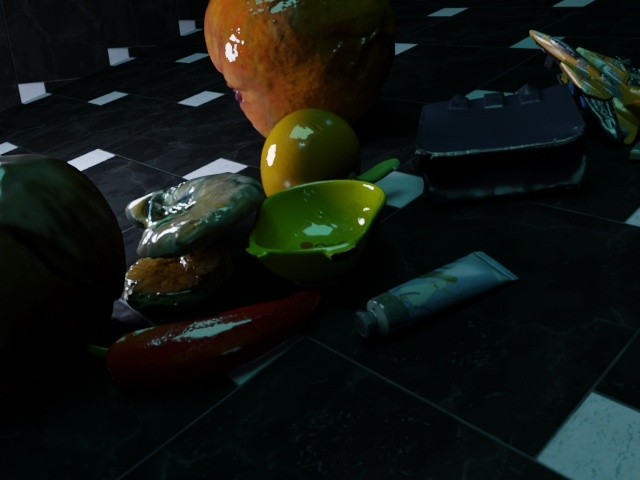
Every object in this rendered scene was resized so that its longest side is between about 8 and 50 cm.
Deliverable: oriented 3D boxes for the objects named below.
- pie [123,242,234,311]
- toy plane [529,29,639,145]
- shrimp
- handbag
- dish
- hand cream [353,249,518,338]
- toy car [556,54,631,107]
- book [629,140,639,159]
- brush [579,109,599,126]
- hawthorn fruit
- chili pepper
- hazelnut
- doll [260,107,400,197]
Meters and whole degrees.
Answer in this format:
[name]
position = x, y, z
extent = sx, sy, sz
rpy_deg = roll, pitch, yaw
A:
[pie]
position = -0.248, 0.064, 1.064
extent = 0.195, 0.046, 0.195
rpy_deg = -10, 31, 6
[toy plane]
position = 0.558, -0.338, 1.280
extent = 0.204, 0.103, 0.316
rpy_deg = -41, 61, -13
[shrimp]
position = -0.249, -0.037, 1.099
extent = 0.221, 0.110, 0.445
rpy_deg = -40, 20, -25
[handbag]
position = 0.349, -0.201, 1.211
extent = 0.303, 0.122, 0.329
rpy_deg = -5, 31, 15
[dish]
position = 0.000, 0.000, 1.014
extent = 0.221, 0.108, 0.262
rpy_deg = -3, 29, 16
[hand cream]
position = 0.163, 0.076, 0.888
extent = 0.256, 0.055, 0.088
rpy_deg = -19, 34, -24
[toy car]
position = 0.627, -0.360, 1.411
extent = 0.097, 0.100, 0.191
rpy_deg = -14, 10, -2
[book]
position = 0.790, -0.224, 1.168
extent = 0.264, 0.031, 0.379
rpy_deg = 17, 41, 41
[brush]
position = 0.586, -0.275, 1.349
extent = 0.063, 0.016, 0.193
rpy_deg = -26, 33, -24
[hawthorn fruit]
position = -0.030, -0.459, 1.476
extent = 0.471, 0.472, 0.472
rpy_deg = -10, 30, 6
[chili pepper]
position = -0.159, 0.145, 0.872
extent = 0.368, 0.092, 0.137
rpy_deg = -10, 8, -6
[hazelnut]
position = -0.463, 0.047, 0.899
extent = 0.315, 0.372, 0.372
rpy_deg = 19, 33, -2
[doll]
position = 0.007, -0.144, 1.183
extent = 0.236, 0.213, 0.213
rpy_deg = 24, 44, 25
